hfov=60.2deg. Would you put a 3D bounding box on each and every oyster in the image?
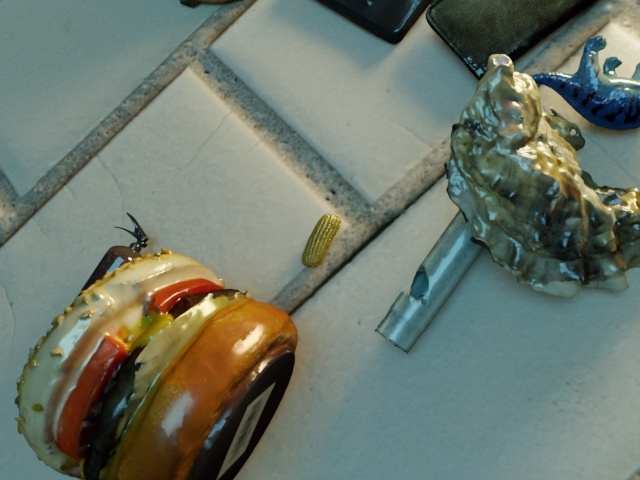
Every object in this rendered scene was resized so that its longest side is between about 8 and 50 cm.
[{"bbox_3d":[0.296,-0.078,0.709,0.238,0.115,0.351,-37,100,-19],"label":"oyster"}]

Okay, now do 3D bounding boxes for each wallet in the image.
[{"bbox_3d":[0.086,-0.442,0.944,0.250,0.044,0.149,40,93,21],"label":"wallet"},{"bbox_3d":[0.330,-0.394,0.858,0.318,0.045,0.172,-37,72,4],"label":"wallet"}]

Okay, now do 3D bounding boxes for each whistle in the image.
[{"bbox_3d":[0.189,0.019,0.784,0.062,0.062,0.312,35,88,21],"label":"whistle"}]

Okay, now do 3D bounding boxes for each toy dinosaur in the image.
[{"bbox_3d":[0.420,-0.210,0.770,0.329,0.076,0.144,26,91,10],"label":"toy dinosaur"}]

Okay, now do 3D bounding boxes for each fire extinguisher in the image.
[{"bbox_3d":[-0.368,0.085,0.923,0.089,0.072,0.267,32,87,15],"label":"fire extinguisher"}]

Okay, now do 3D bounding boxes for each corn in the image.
[{"bbox_3d":[0.000,0.000,0.858,0.037,0.037,0.092,24,86,20],"label":"corn"}]

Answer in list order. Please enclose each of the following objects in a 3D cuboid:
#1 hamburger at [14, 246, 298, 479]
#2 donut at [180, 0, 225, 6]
[{"bbox_3d":[-0.198,0.187,0.715,0.250,0.330,0.330,28,85,14],"label":"hamburger"},{"bbox_3d":[-0.176,-0.651,1.009,0.435,0.163,0.377,-18,73,11],"label":"donut"}]
